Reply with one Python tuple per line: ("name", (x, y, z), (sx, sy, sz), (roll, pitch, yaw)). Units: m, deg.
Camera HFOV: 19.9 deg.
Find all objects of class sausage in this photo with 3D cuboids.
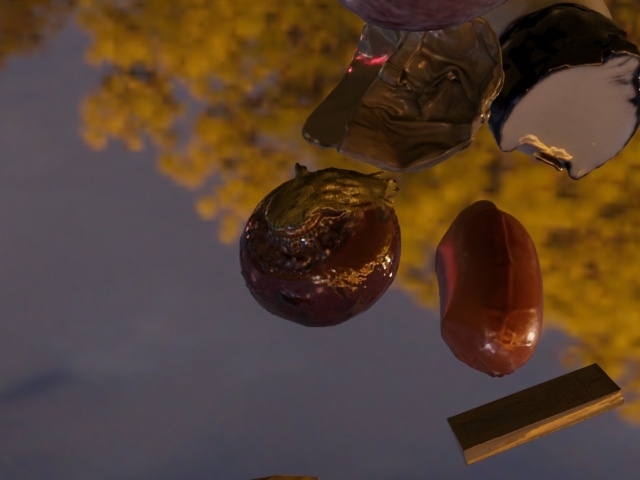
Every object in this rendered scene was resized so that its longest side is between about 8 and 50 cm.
("sausage", (0.211, 0.056, 2.251), (0.133, 0.133, 0.258), (2, -137, -2))

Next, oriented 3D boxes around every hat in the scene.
("hat", (0.097, -0.164, 1.998), (0.149, 0.214, 0.245), (32, 178, -7))

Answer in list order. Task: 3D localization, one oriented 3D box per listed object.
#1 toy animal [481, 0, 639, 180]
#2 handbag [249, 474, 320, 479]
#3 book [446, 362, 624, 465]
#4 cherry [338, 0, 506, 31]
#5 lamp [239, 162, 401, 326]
("toy animal", (0.274, -0.210, 2.230), (0.213, 0.212, 0.266), (-1, -148, -13))
("handbag", (-0.042, 0.394, 2.674), (0.117, 0.095, 0.173), (-2, -176, -9))
("book", (0.293, 0.236, 2.522), (0.231, 0.026, 0.161), (-21, -168, 0))
("cherry", (0.106, -0.273, 1.361), (0.300, 0.203, 0.230), (-20, -171, 38))
("lamp", (-0.005, 0.000, 1.722), (0.156, 0.157, 0.135), (-8, 154, 17))
